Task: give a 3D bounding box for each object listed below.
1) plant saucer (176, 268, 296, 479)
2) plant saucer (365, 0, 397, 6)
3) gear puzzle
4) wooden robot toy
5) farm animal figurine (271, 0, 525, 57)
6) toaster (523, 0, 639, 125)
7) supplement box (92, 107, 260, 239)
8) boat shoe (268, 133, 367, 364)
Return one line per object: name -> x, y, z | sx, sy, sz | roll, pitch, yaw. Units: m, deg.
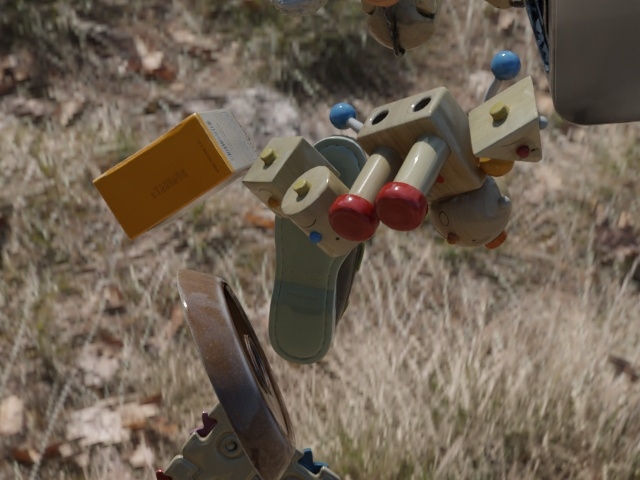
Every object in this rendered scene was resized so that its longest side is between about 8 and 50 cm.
plant saucer -> -0.055, 0.092, 1.080 | 0.029, 0.168, 0.168 | -24, 60, 1
plant saucer -> 0.049, -0.277, 1.587 | 0.083, 0.083, 0.013 | 28, 63, 16
gear puzzle -> -0.133, 0.331, 1.621 | 0.175, 0.044, 0.339 | 36, 101, -9
wooden robot toy -> 0.044, -0.016, 0.645 | 0.173, 0.079, 0.076 | -14, 41, 44
farm animal figurine -> 0.147, -0.347, 1.864 | 0.330, 0.172, 0.326 | 17, 55, 28
toaster -> 0.160, -0.174, 0.803 | 0.110, 0.185, 0.168 | -10, 50, 1
supplement box -> -0.069, -0.035, 0.763 | 0.062, 0.098, 0.036 | -33, 92, 8
boat shoe -> 0.000, 0.000, 1.375 | 0.081, 0.227, 0.068 | 16, 27, 6
